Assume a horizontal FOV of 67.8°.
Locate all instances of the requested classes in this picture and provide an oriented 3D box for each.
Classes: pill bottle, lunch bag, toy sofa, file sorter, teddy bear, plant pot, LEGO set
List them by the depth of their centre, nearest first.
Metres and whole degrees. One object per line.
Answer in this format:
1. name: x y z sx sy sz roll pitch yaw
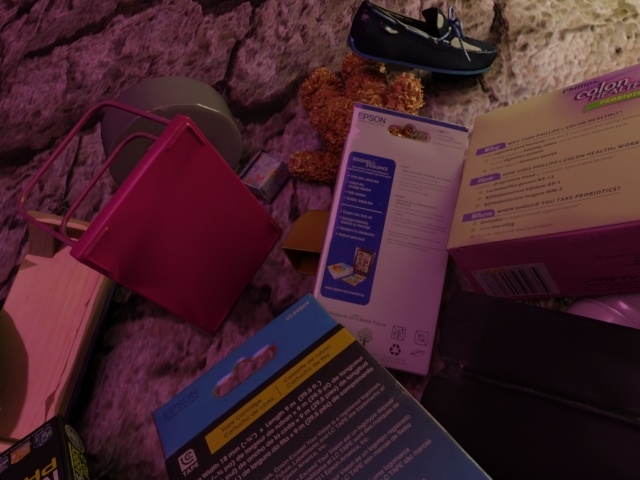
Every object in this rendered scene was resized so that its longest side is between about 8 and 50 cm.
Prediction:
1. pill bottle: 0.377 0.048 0.559 0.187 0.112 0.112 -46 60 -8
2. file sorter: -0.230 -0.029 0.692 0.182 0.291 0.202 24 74 29
3. plant pot: 0.000 0.000 0.726 0.081 0.081 0.083 6 61 20
4. toy sofa: -0.431 0.151 0.766 0.150 0.177 0.363 12 67 -4
5. teddy bear: 0.058 -0.188 0.780 0.244 0.113 0.338 -5 63 18
6. lunch bag: -0.107 -0.115 0.830 0.083 0.053 0.071 27 74 36
7. LEGO set: -0.521 -0.052 0.952 0.054 0.023 0.083 21 86 28

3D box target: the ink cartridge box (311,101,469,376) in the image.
1. ink cartridge box: 0.087 -0.004 0.636 0.165 0.065 0.333 13 83 0

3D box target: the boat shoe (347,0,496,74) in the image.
1. boat shoe: 0.176 -0.323 0.757 0.258 0.089 0.109 -3 39 -22

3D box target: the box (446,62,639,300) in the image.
1. box: 0.291 -0.062 0.567 0.213 0.117 0.243 -12 45 41

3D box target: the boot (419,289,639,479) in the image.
1. boot: 0.264 0.246 0.378 0.445 0.146 0.367 11 66 43

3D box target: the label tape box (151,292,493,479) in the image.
1. label tape box: -0.007 0.232 0.468 0.240 0.106 0.333 -36 36 -10

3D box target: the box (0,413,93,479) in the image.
1. box: -0.380 0.348 0.511 0.270 0.060 0.216 -35 31 -19

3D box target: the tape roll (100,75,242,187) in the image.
1. tape roll: -0.245 -0.161 0.799 0.219 0.219 0.072 -28 60 3
